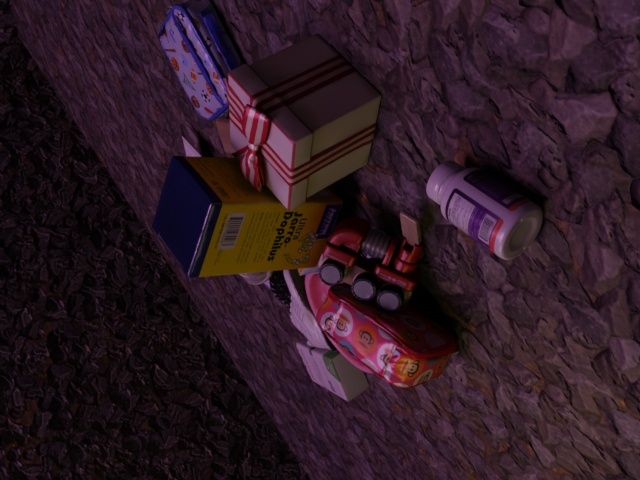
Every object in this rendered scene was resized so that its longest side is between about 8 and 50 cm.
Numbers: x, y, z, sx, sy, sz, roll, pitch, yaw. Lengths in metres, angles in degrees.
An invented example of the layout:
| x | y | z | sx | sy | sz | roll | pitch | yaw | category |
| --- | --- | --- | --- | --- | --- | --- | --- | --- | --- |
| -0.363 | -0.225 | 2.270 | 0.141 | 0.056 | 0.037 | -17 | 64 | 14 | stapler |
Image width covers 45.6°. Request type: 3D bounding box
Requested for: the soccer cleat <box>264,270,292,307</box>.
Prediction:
| x | y | z | sx | sy | sz | roll | pitch | yaw | category |
| --- | --- | --- | --- | --- | --- | --- | --- | --- | --- |
| -0.138 | 0.110 | 2.418 | 0.318 | 0.109 | 0.116 | 38 | 180 | 24 | soccer cleat |

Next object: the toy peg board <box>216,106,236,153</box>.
| x | y | z | sx | sy | sz | roll | pitch | yaw | category |
| --- | --- | --- | --- | --- | --- | --- | --- | --- | --- |
| -0.168 | -0.283 | 1.939 | 0.161 | 0.079 | 0.161 | 10 | 159 | 6 | toy peg board |

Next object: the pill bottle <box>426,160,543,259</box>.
| x | y | z | sx | sy | sz | roll | pitch | yaw | category |
| --- | --- | --- | --- | --- | --- | --- | --- | --- | --- |
| 0.278 | -0.060 | 1.321 | 0.193 | 0.108 | 0.108 | 41 | 152 | 37 | pill bottle |

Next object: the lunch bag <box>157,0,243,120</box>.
| x | y | z | sx | sy | sz | roll | pitch | yaw | category |
| --- | --- | --- | --- | --- | --- | --- | --- | --- | --- |
| -0.303 | -0.478 | 1.983 | 0.303 | 0.115 | 0.243 | 60 | 155 | -7 | lunch bag |

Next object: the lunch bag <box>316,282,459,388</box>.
| x | y | z | sx | sy | sz | roll | pitch | yaw | category |
| --- | --- | --- | --- | --- | --- | --- | --- | --- | --- |
| 0.163 | 0.206 | 1.745 | 0.293 | 0.258 | 0.120 | 36 | 112 | 31 | lunch bag |

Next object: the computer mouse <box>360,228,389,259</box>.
| x | y | z | sx | sy | sz | roll | pitch | yaw | category |
| --- | --- | --- | --- | --- | --- | --- | --- | --- | --- |
| 0.132 | 0.023 | 1.802 | 0.106 | 0.042 | 0.193 | 42 | 154 | 10 | computer mouse |

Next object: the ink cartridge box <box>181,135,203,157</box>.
| x | y | z | sx | sy | sz | roll | pitch | yaw | category |
| --- | --- | --- | --- | --- | --- | --- | --- | --- | --- |
| -0.346 | -0.195 | 2.485 | 0.275 | 0.060 | 0.239 | 45 | 153 | 30 | ink cartridge box |

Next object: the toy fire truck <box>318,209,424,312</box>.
| x | y | z | sx | sy | sz | roll | pitch | yaw | category |
| --- | --- | --- | --- | --- | --- | --- | --- | --- | --- |
| 0.127 | 0.011 | 1.643 | 0.217 | 0.158 | 0.246 | 25 | 116 | 6 | toy fire truck |

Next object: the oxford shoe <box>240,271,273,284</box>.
| x | y | z | sx | sy | sz | roll | pitch | yaw | category |
| --- | --- | --- | --- | --- | --- | --- | --- | --- | --- |
| -0.204 | 0.034 | 2.173 | 0.169 | 0.130 | 0.449 | 61 | 161 | 7 | oxford shoe |

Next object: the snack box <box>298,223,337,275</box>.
| x | y | z | sx | sy | sz | roll | pitch | yaw | category |
| --- | --- | --- | --- | --- | --- | --- | --- | --- | --- |
| -0.028 | -0.037 | 1.929 | 0.174 | 0.070 | 0.207 | 132 | 125 | -61 | snack box |

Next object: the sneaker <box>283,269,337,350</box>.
| x | y | z | sx | sy | sz | roll | pitch | yaw | category |
| --- | --- | --- | --- | --- | --- | --- | --- | --- | --- |
| -0.047 | 0.205 | 2.262 | 0.129 | 0.111 | 0.297 | -13 | 107 | 40 | sneaker |

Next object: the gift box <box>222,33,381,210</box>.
| x | y | z | sx | sy | sz | roll | pitch | yaw | category |
| --- | --- | --- | --- | --- | --- | --- | --- | --- | --- |
| -0.063 | -0.247 | 1.592 | 0.276 | 0.258 | 0.255 | 45 | 153 | 27 | gift box |

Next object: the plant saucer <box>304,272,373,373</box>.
| x | y | z | sx | sy | sz | roll | pitch | yaw | category |
| --- | --- | --- | --- | --- | --- | --- | --- | --- | --- |
| 0.086 | 0.200 | 2.065 | 0.332 | 0.084 | 0.332 | 44 | 152 | 31 | plant saucer |

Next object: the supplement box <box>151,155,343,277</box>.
| x | y | z | sx | sy | sz | roll | pitch | yaw | category |
| --- | --- | --- | --- | --- | --- | --- | --- | --- | --- |
| -0.163 | -0.058 | 1.723 | 0.194 | 0.356 | 0.195 | 47 | 126 | 38 | supplement box |

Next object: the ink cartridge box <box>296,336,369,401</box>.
| x | y | z | sx | sy | sz | roll | pitch | yaw | category |
| --- | --- | --- | --- | --- | --- | --- | --- | --- | --- |
| 0.035 | 0.388 | 2.387 | 0.219 | 0.092 | 0.160 | 16 | 132 | 59 | ink cartridge box |
